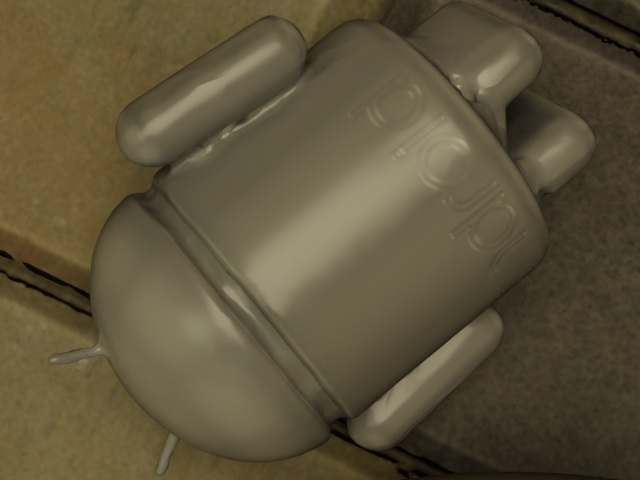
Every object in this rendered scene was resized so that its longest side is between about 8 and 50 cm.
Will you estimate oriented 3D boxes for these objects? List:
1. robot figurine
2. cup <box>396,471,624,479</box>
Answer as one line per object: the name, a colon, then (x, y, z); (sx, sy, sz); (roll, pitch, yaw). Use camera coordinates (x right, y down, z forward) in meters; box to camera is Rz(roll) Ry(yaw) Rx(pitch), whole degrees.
robot figurine: (0.000, 0.000, 1.070); (0.353, 0.200, 0.300); (-40, 114, -4)
cup: (0.058, 0.274, 1.014); (0.237, 0.331, 0.331); (15, 84, 28)
